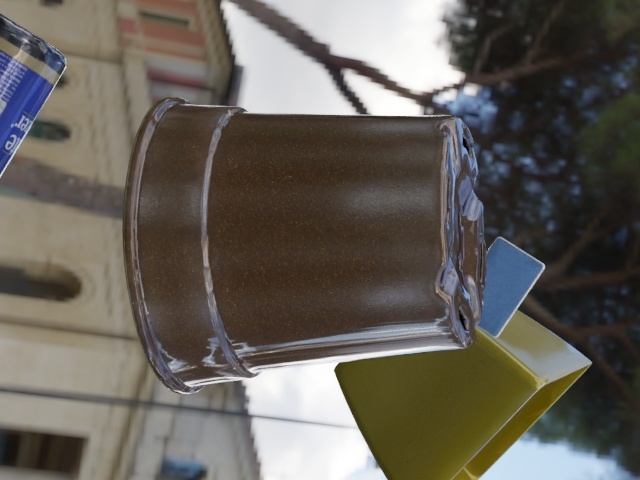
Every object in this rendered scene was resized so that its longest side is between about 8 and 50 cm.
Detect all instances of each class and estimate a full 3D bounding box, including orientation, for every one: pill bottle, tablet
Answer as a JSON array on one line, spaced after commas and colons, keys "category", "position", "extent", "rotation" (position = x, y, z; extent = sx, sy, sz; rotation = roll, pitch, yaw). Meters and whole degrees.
[{"category": "pill bottle", "position": [-0.333, -0.100, 1.393], "extent": [0.219, 0.123, 0.123], "rotation": [-60, -163, -3]}, {"category": "tablet", "position": [0.164, 0.043, 1.440], "extent": [0.083, 0.054, 0.006], "rotation": [-56, 162, -3]}]

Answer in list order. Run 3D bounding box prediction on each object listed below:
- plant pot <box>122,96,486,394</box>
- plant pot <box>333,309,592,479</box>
[{"category": "plant pot", "position": [0.000, 0.000, 0.847], "extent": [0.167, 0.165, 0.166], "rotation": [-2, 90, -75]}, {"category": "plant pot", "position": [0.145, 0.155, 1.743], "extent": [0.187, 0.212, 0.212], "rotation": [47, -71, 16]}]
